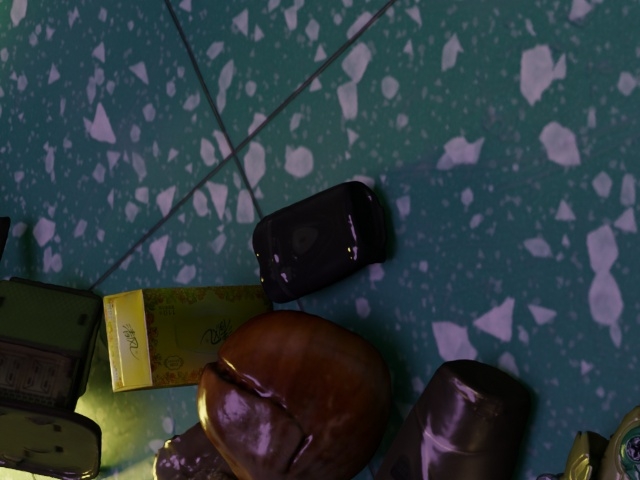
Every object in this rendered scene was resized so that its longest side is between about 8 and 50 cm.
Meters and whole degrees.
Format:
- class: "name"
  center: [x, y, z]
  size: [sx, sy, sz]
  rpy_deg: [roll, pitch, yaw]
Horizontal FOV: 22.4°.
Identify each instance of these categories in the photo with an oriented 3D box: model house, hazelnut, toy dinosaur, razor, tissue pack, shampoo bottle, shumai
- class: "model house"
  center: [-0.324, 0.103, 1.827]
  size: [0.205, 0.218, 0.279]
  rpy_deg: [108, 174, -63]
- class: "hazelnut"
  center: [-0.027, 0.154, 1.510]
  size: [0.182, 0.182, 0.182]
  rpy_deg: [2, 93, 44]
- class: "toy dinosaur"
  center: [0.269, 0.166, 1.281]
  size: [0.153, 0.094, 0.259]
  rpy_deg: [35, 106, 33]
- class: "razor"
  center: [0.000, 0.000, 1.551]
  size: [0.148, 0.054, 0.090]
  rpy_deg: [-25, 74, 41]
- class: "tissue pack"
  center: [-0.123, 0.094, 1.589]
  size: [0.062, 0.176, 0.095]
  rpy_deg: [-14, 80, 42]
- class: "shampoo bottle"
  center: [0.087, 0.271, 1.456]
  size: [0.125, 0.084, 0.350]
  rpy_deg: [34, 114, 35]
- class: "shumai"
  center: [-0.068, 0.277, 1.587]
  size: [0.184, 0.218, 0.185]
  rpy_deg: [-19, 40, 48]
